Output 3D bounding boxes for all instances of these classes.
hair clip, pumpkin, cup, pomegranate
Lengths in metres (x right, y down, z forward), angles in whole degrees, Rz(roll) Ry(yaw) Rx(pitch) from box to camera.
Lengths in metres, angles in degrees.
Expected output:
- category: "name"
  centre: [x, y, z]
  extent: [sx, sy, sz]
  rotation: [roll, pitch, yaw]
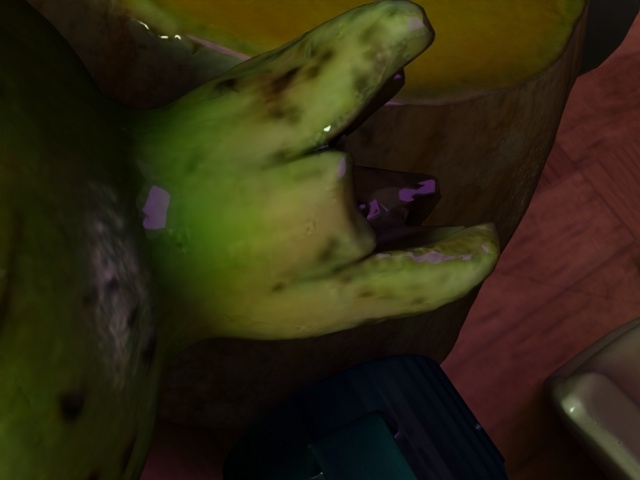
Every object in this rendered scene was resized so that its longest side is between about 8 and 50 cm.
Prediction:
- category: "hair clip"
  centre: [0.218, 0.110, 0.816]
  extent: [0.172, 0.113, 0.282]
  rotation: [48, 41, 2]
- category: "pumpkin"
  centre: [-0.027, -0.098, 0.643]
  extent: [0.332, 0.199, 0.332]
  rotation: [22, 39, -19]
- category: "cup"
  centre: [0.036, 0.131, 0.564]
  extent: [0.131, 0.176, 0.155]
  rotation: [-26, 63, -7]
- category: "pomegranate"
  centre: [-0.117, -0.002, 0.430]
  extent: [0.306, 0.242, 0.242]
  rotation: [-30, 78, -25]

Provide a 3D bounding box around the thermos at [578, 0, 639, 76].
- category: "thermos"
  centre: [0.070, -0.196, 0.926]
  extent: [0.287, 0.145, 0.182]
  rotation: [3, 22, -42]
